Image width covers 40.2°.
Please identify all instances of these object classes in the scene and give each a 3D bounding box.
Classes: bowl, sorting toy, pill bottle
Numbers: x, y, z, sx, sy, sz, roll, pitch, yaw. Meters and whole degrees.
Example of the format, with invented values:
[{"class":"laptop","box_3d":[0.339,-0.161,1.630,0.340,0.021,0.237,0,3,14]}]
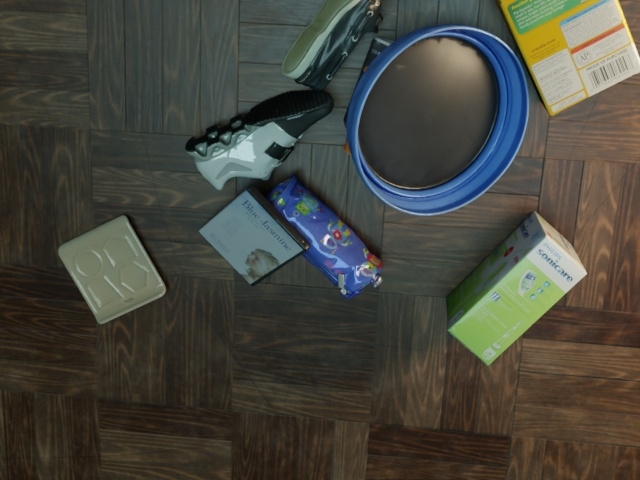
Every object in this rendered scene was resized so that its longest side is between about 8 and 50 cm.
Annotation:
[{"class":"bowl","box_3d":[0.233,-0.242,1.754,0.391,0.077,0.391,-10,119,-19]},{"class":"sorting toy","box_3d":[-0.482,0.067,2.034,0.193,0.038,0.208,-25,98,13]},{"class":"pill bottle","box_3d":[0.128,-0.284,1.810,0.130,0.130,0.245,20,108,0]}]

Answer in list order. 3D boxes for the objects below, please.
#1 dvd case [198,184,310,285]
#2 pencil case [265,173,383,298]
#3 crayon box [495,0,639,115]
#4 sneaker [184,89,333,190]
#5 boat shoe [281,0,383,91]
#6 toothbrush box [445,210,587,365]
[{"class":"dvd case","box_3d":[-0.149,-0.004,1.905,0.180,0.022,0.253,47,142,-8]},{"class":"pencil case","box_3d":[0.000,0.000,1.909,0.306,0.133,0.119,45,133,-7]},{"class":"crayon box","box_3d":[0.475,-0.430,1.706,0.203,0.083,0.323,-26,121,13]},{"class":"sneaker","box_3d":[-0.111,-0.212,1.878,0.330,0.122,0.146,-22,121,11]},{"class":"boat shoe","box_3d":[0.066,-0.447,1.782,0.113,0.127,0.340,33,98,-33]},{"class":"toothbrush box","box_3d":[0.405,0.097,1.853,0.122,0.206,0.283,42,107,-6]}]
